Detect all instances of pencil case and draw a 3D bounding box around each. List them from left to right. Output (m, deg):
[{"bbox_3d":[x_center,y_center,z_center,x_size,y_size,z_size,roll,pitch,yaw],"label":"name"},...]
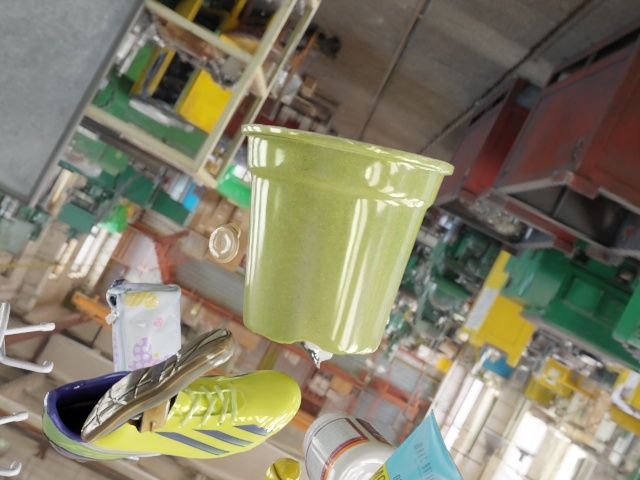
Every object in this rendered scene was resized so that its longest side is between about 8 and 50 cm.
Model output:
[{"bbox_3d":[-0.273,0.198,1.213,0.113,0.273,0.124,0,-174,17],"label":"pencil case"}]

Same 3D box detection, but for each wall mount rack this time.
[{"bbox_3d":[-0.596,0.285,1.483,0.130,0.350,0.304,17,-177,-23],"label":"wall mount rack"}]

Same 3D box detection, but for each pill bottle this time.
[{"bbox_3d":[0.044,0.314,1.077,0.121,0.121,0.221,28,175,-10],"label":"pill bottle"}]

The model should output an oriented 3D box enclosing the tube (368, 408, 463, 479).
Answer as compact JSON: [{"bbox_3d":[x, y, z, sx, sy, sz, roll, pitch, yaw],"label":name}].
[{"bbox_3d":[0.028,0.218,0.557,0.052,0.207,0.080,29,-161,-26],"label":"tube"}]

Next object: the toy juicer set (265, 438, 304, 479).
[{"bbox_3d":[-0.013,0.467,1.301,0.209,0.329,0.089,36,151,-6],"label":"toy juicer set"}]

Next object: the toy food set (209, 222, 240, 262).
[{"bbox_3d":[-0.202,0.005,1.629,0.082,0.083,0.020,-9,171,32],"label":"toy food set"}]

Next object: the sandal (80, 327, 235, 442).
[{"bbox_3d":[-0.144,0.141,0.699,0.049,0.180,0.072,55,-165,-17],"label":"sandal"}]

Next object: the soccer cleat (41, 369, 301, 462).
[{"bbox_3d":[-0.163,0.189,0.866,0.289,0.093,0.121,-6,143,-7],"label":"soccer cleat"}]

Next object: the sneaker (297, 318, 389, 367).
[{"bbox_3d":[0.000,0.000,1.301,0.158,0.182,0.410,98,155,-70],"label":"sneaker"}]

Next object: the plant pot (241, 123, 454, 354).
[{"bbox_3d":[0.012,0.003,0.995,0.276,0.254,0.276,11,-177,-1],"label":"plant pot"}]
